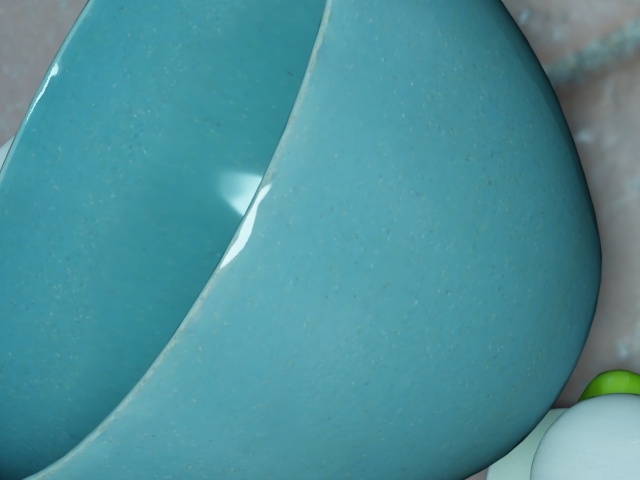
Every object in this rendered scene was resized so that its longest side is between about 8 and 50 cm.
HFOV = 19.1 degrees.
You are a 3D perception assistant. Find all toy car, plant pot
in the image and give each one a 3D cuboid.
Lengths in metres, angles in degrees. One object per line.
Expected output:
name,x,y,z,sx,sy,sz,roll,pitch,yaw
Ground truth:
toy car,0.138,0.149,0.803,0.136,0.159,0.182,11,79,-4
plant pot,0.000,0.000,0.790,0.195,0.290,0.290,26,112,-25

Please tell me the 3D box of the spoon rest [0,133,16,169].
spoon rest,-0.225,0.052,0.956,0.276,0.084,0.137,-44,84,20
